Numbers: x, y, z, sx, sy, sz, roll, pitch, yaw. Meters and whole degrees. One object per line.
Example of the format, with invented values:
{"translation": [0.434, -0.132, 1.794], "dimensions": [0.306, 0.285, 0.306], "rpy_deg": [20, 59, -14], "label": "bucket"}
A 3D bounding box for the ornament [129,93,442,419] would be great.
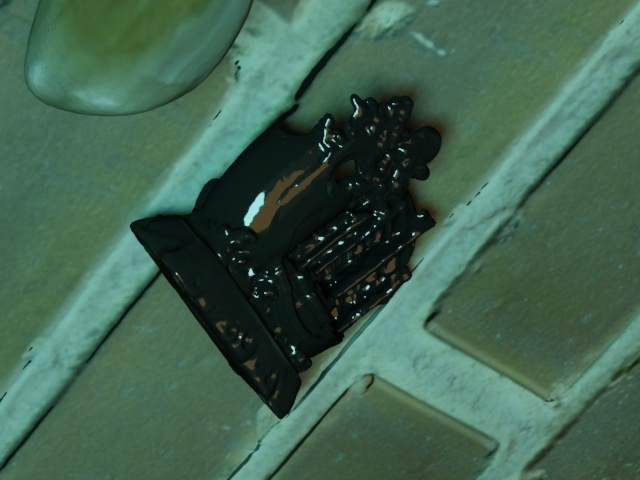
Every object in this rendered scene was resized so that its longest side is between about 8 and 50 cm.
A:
{"translation": [0.000, 0.000, 1.185], "dimensions": [0.260, 0.106, 0.251], "rpy_deg": [-34, 132, -6], "label": "ornament"}

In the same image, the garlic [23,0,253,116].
{"translation": [-0.115, -0.177, 0.968], "dimensions": [0.143, 0.112, 0.318], "rpy_deg": [15, 138, -21], "label": "garlic"}
